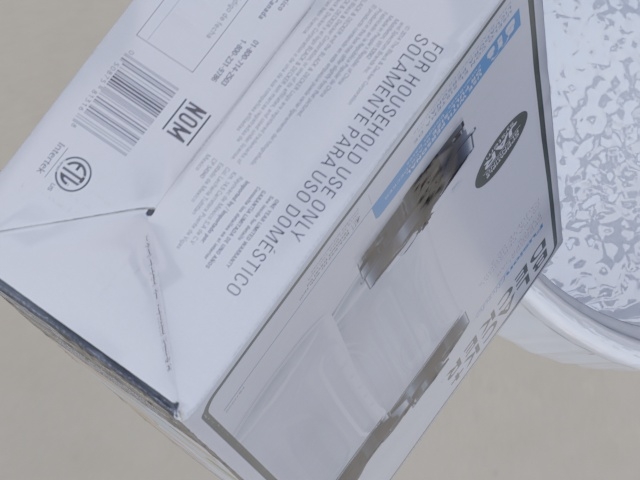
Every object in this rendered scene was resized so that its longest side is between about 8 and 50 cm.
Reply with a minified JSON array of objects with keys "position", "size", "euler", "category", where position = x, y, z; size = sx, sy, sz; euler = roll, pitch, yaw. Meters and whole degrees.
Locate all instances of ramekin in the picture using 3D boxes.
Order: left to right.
[{"position":[0.165,-0.063,0.956],"size":[0.277,0.135,0.277],"euler":[2,81,-16],"category":"ramekin"}]

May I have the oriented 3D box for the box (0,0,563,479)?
[{"position":[0.000,0.000,0.647],"size":[0.087,0.290,0.169],"euler":[34,80,16],"category":"box"}]
